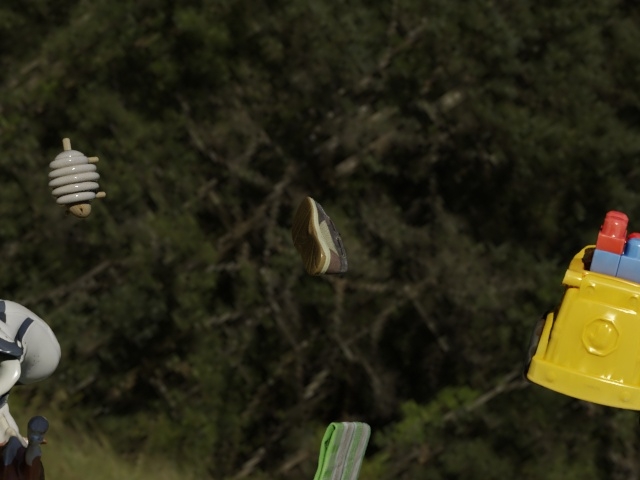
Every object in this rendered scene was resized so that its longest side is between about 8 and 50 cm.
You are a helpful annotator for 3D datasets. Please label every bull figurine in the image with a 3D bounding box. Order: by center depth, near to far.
[{"bbox_3d":[-0.366,0.301,1.630,0.188,0.101,0.310,111,-16,-55],"label":"bull figurine"}]

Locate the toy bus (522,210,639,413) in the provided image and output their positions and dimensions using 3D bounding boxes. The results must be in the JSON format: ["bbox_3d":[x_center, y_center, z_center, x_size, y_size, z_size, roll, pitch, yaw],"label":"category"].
[{"bbox_3d":[0.327,0.070,1.651,0.149,0.211,0.220,13,11,12],"label":"toy bus"}]

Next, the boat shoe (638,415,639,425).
[{"bbox_3d":[0.526,0.235,2.138,0.066,0.183,0.066,25,51,-19],"label":"boat shoe"}]

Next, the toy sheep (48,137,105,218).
[{"bbox_3d":[-0.394,-0.099,2.318,0.091,0.091,0.132,19,56,-83],"label":"toy sheep"}]

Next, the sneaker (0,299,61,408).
[{"bbox_3d":[-0.303,0.117,1.322,0.153,0.094,0.235,43,2,37],"label":"sneaker"}]

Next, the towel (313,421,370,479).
[{"bbox_3d":[0.019,0.268,1.719,0.023,0.113,0.152,14,-4,19],"label":"towel"}]

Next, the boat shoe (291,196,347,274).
[{"bbox_3d":[0.000,0.000,1.819,0.049,0.056,0.152,20,30,-22],"label":"boat shoe"}]
